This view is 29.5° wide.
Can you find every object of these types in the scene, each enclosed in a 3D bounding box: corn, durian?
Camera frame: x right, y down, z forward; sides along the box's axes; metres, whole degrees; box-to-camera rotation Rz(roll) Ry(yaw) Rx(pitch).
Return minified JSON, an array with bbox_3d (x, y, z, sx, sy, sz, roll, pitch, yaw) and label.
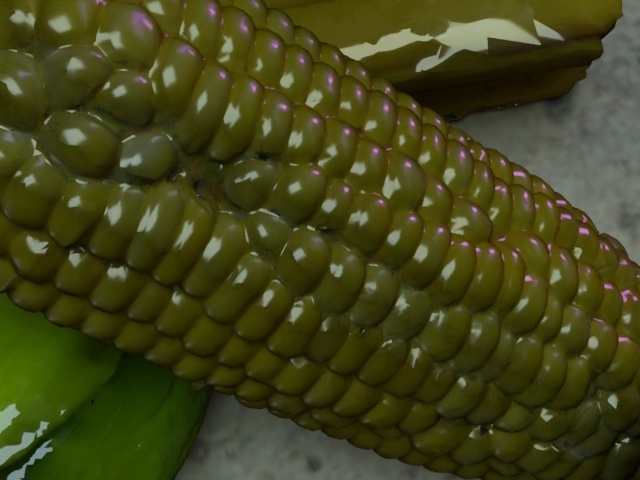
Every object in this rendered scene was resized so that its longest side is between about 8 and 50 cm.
[{"bbox_3d":[0.000,0.000,0.426,0.346,0.130,0.130,25,75,-23],"label":"corn"},{"bbox_3d":[-0.136,0.081,0.481,0.250,0.101,0.139,-41,43,-9],"label":"durian"}]

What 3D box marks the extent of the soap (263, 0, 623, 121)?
[{"bbox_3d":[-0.053,-0.129,0.533,0.324,0.096,0.204,-11,74,0],"label":"soap"}]
